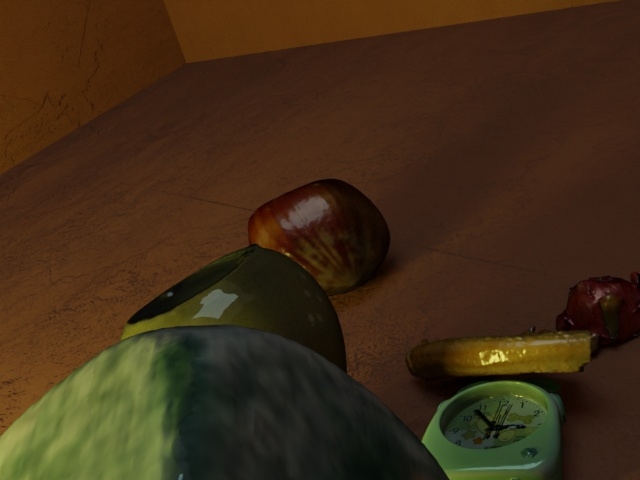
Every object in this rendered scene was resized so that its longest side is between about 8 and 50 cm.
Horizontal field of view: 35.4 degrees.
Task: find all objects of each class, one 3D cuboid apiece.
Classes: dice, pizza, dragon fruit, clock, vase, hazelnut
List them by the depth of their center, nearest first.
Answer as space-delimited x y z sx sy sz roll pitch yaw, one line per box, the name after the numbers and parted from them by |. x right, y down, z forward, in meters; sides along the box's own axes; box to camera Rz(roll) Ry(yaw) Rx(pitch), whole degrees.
-0.078 0.284 0.649 0.330 0.328 0.348 -39 26 21 | dice
0.193 0.208 1.073 0.148 0.060 0.188 -7 25 26 | clock
-0.091 0.182 1.124 0.329 0.302 0.241 -19 15 49 | vase
0.208 0.132 1.170 0.134 0.056 0.271 -3 -7 -31 | pizza
0.349 0.076 1.244 0.126 0.068 0.112 -25 24 -19 | dragon fruit
0.000 0.002 1.561 0.212 0.180 0.181 -24 -5 -16 | hazelnut
